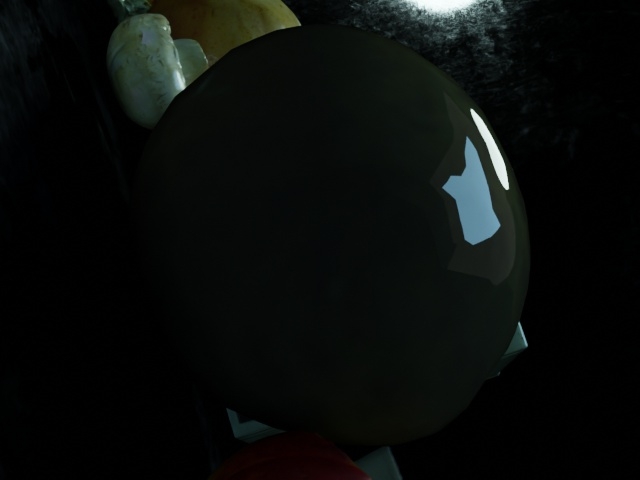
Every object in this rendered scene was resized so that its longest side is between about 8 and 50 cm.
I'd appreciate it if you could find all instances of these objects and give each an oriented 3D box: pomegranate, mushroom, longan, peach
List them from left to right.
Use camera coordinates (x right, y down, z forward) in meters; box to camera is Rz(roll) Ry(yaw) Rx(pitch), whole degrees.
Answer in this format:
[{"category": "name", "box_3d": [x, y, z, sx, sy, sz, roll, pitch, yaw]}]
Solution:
[{"category": "mushroom", "box_3d": [-0.188, -0.192, 1.043, 0.148, 0.112, 0.148, 158, -90, -81]}, {"category": "pomegranate", "box_3d": [-0.130, -0.237, 1.229, 0.264, 0.264, 0.264, 162, -90, -88]}, {"category": "longan", "box_3d": [0.000, 0.000, 0.807, 0.404, 0.336, 0.404, 49, -26, 35]}, {"category": "peach", "box_3d": [0.002, 0.234, 0.675, 0.190, 0.192, 0.190, 172, -90, -80]}]

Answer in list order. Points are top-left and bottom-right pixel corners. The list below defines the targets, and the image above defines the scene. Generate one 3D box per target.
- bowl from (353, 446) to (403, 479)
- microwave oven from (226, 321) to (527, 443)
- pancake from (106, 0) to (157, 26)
[{"category": "bowl", "box_3d": [0.052, 0.445, 1.083, 0.354, 0.185, 0.353, 162, -90, -88]}, {"category": "microwave oven", "box_3d": [0.049, 0.117, 1.279, 0.333, 0.394, 0.247, 81, -9, -75]}, {"category": "pancake", "box_3d": [-0.316, -0.483, 1.325, 0.305, 0.067, 0.426, 72, 0, -51]}]
